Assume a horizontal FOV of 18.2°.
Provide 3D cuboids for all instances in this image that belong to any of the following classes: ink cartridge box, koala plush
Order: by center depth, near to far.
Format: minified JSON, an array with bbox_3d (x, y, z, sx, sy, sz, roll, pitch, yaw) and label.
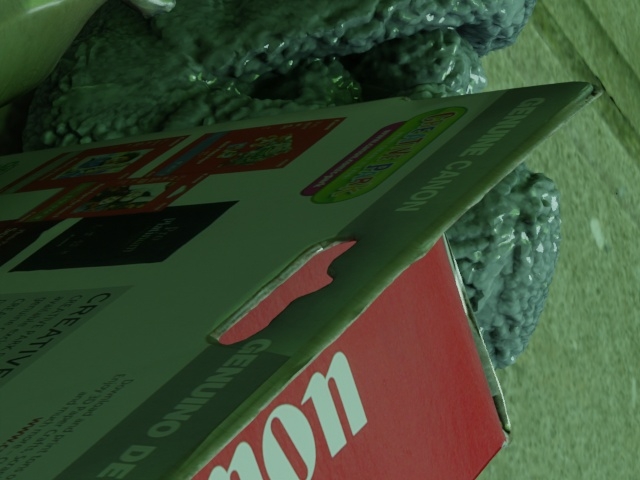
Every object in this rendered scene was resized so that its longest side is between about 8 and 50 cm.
[{"bbox_3d":[-0.079,0.076,0.553,0.309,0.272,0.130,-40,117,-52],"label":"ink cartridge box"},{"bbox_3d":[0.000,0.000,0.815,0.221,0.203,0.196,74,14,-53],"label":"koala plush"}]

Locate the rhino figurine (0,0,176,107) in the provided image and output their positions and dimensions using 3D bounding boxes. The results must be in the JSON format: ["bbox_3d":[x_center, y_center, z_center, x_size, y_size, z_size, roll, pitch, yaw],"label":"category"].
[{"bbox_3d":[-0.126,-0.073,0.659,0.243,0.106,0.073,-39,117,-53],"label":"rhino figurine"}]
